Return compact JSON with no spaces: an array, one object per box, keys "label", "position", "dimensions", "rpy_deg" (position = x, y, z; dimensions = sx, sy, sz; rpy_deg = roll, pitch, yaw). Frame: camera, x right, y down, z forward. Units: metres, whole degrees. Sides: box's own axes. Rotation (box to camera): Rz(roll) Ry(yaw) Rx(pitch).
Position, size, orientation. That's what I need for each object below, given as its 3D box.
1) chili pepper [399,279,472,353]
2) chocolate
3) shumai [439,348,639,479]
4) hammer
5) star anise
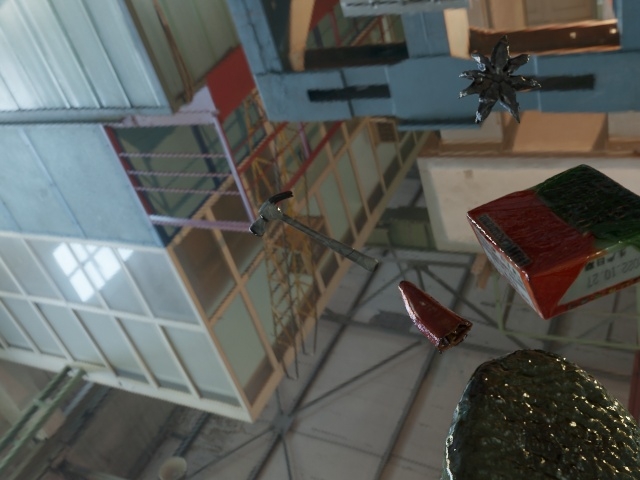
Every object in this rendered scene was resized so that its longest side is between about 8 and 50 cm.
[{"label":"chili pepper","position":[0.204,0.130,1.318],"dimensions":[0.088,0.065,0.169],"rpy_deg":[-15,-136,-32]},{"label":"chocolate","position":[0.567,-0.005,1.593],"dimensions":[0.341,0.161,0.360],"rpy_deg":[-22,-153,-1]},{"label":"shumai","position":[0.328,0.409,1.145],"dimensions":[0.324,0.323,0.397],"rpy_deg":[30,-134,10]},{"label":"hammer","position":[0.000,0.000,1.989],"dimensions":[0.152,0.427,0.044],"rpy_deg":[-54,-150,10]},{"label":"star anise","position":[0.392,-0.348,1.509],"dimensions":[0.180,0.061,0.204],"rpy_deg":[37,-94,7]}]
